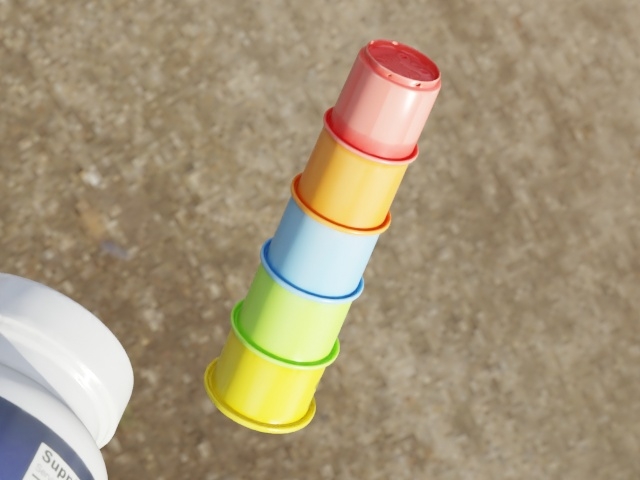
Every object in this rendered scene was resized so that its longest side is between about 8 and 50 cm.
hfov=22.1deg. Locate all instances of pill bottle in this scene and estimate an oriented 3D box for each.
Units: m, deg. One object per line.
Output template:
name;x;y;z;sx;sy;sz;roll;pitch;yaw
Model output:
pill bottle;-0.200;0.151;0.834;0.153;0.153;0.265;47;44;-26

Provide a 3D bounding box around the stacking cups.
stacking cups;0.000;0.000;1.223;0.096;0.316;0.096;15;33;-10
